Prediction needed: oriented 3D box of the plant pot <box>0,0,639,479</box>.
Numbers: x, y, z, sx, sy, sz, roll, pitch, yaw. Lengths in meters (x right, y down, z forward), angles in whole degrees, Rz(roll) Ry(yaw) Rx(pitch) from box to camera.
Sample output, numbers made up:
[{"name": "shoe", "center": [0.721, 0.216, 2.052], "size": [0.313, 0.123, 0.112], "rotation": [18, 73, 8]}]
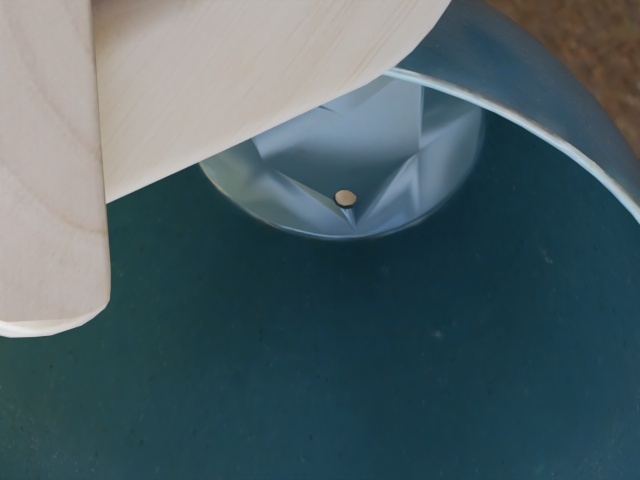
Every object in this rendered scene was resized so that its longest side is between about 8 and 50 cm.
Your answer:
[{"name": "plant pot", "center": [0.000, 0.000, 0.662], "size": [0.195, 0.290, 0.290], "rotation": [-82, -29, -52]}]

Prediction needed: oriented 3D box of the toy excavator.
[{"name": "toy excavator", "center": [0.074, -0.189, 0.476], "size": [0.222, 0.445, 0.433], "rotation": [25, -166, 37]}]
